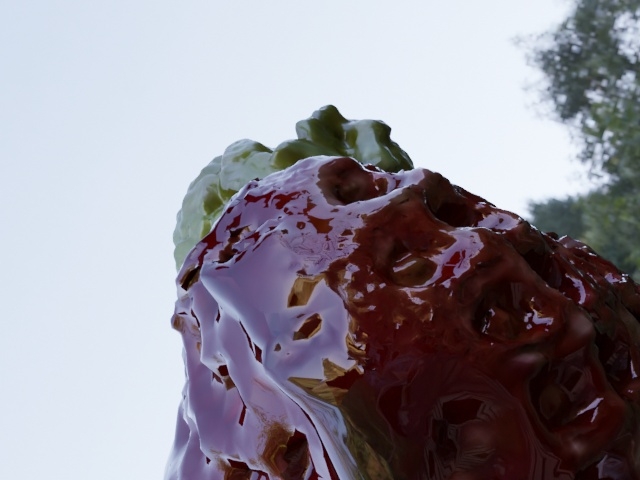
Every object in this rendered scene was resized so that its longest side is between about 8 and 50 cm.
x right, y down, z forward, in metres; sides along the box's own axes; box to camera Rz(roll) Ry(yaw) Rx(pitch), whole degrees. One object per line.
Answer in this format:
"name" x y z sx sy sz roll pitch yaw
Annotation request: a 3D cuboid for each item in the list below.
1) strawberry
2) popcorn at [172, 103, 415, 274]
"strawberry" 0.066 0.094 0.488 0.295 0.317 0.345 -20 -44 -3
"popcorn" 0.000 0.000 0.887 0.259 0.259 0.212 -18 -29 -35
